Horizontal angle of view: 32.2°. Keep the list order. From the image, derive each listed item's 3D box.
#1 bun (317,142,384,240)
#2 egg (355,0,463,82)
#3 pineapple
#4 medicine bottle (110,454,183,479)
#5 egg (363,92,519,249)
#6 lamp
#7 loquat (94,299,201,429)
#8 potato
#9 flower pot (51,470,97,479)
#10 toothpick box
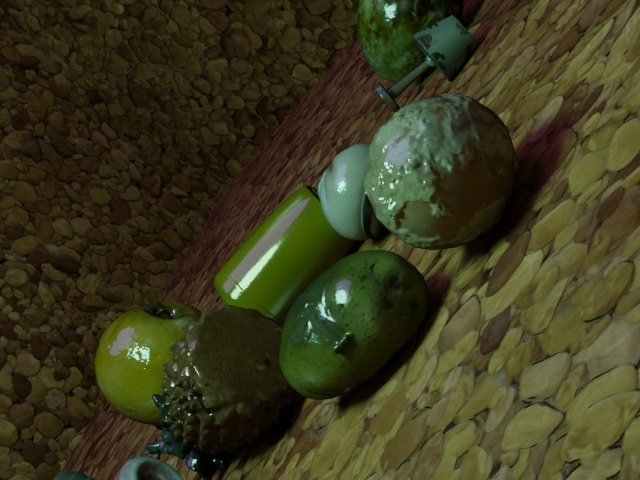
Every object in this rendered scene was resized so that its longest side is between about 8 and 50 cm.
[{"bbox_3d":[0.057,-0.087,1.937,0.173,0.120,0.173,11,-90,-72],"label":"bun"},{"bbox_3d":[0.192,-0.492,2.443,0.238,0.238,0.289,174,110,-75],"label":"egg"},{"bbox_3d":[-0.183,0.277,1.832,0.357,0.223,0.223,-56,7,43],"label":"pineapple"},{"bbox_3d":[-0.344,0.499,1.940,0.247,0.147,0.147,-51,12,24],"label":"medicine bottle"},{"bbox_3d":[0.162,-0.093,1.473,0.203,0.203,0.245,-44,4,41],"label":"egg"},{"bbox_3d":[0.208,-0.355,2.231,0.214,0.121,0.121,-38,14,9],"label":"lamp"},{"bbox_3d":[-0.338,0.270,2.353,0.275,0.275,0.275,-51,11,15],"label":"loquat"},{"bbox_3d":[0.037,0.113,1.511,0.228,0.148,0.197,-33,38,55],"label":"potato"},{"bbox_3d":[-0.468,0.532,2.114,0.235,0.140,0.235,-41,-30,-30],"label":"flower pot"},{"bbox_3d":[-0.054,0.031,2.063,0.271,0.175,0.175,-50,12,6],"label":"toothpick box"}]
